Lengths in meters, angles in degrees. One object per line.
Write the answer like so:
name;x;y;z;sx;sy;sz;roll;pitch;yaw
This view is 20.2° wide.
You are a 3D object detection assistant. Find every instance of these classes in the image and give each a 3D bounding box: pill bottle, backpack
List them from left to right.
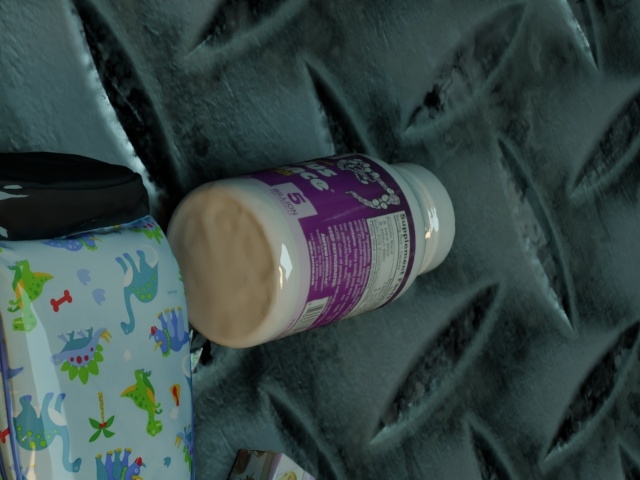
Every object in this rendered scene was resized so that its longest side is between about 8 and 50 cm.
backpack;-0.241;0.117;1.518;0.290;0.273;0.356;-4;105;-55
pill bottle;0.000;0.000;1.825;0.301;0.169;0.169;-15;101;-49

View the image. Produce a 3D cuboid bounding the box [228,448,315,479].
box;-0.097;0.366;1.794;0.067;0.063;0.324;42;59;-39
